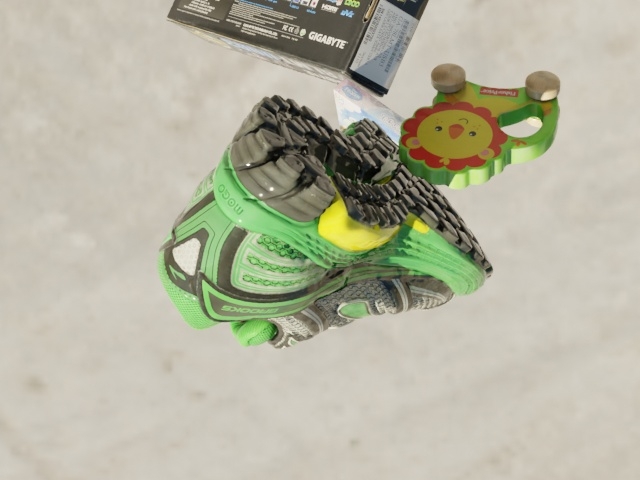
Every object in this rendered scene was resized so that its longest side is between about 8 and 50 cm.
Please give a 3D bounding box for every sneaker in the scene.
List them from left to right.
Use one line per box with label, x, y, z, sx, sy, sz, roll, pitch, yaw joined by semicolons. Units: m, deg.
sneaker;0.000;0.000;1.251;0.146;0.134;0.343;-43;156;16

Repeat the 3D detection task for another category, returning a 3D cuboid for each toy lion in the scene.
toy lion;0.102;-0.070;1.206;0.100;0.096;0.034;5;136;9

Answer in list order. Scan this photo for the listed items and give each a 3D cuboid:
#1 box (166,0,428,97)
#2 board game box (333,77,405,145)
box;0.010;-0.313;1.846;0.073;0.293;0.295;28;176;-43
board game box;0.054;-0.099;1.737;0.090;0.020;0.090;37;161;22
